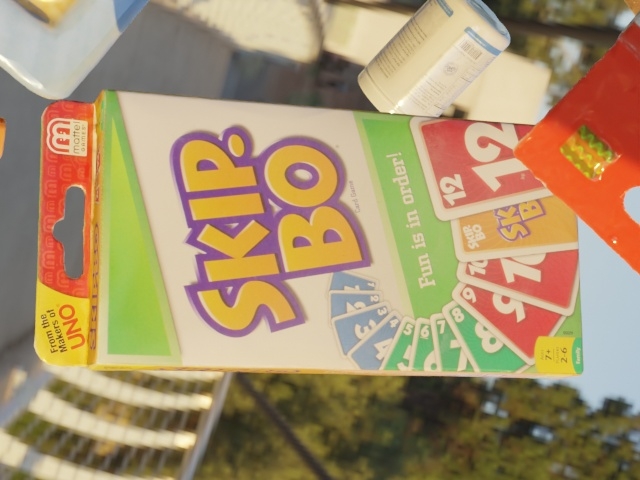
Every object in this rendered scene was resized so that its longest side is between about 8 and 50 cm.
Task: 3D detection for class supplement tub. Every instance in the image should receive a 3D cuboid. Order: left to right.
[{"bbox_3d":[0.089,-0.142,1.085,0.107,0.071,0.071,-44,-172,20],"label":"supplement tub"}]

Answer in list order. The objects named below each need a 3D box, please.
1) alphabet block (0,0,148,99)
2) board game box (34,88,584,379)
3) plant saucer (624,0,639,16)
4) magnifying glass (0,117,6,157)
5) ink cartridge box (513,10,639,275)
[{"bbox_3d":[-0.167,-0.208,0.782,0.192,0.193,0.197,-49,-165,-3],"label":"alphabet block"},{"bbox_3d":[0.000,0.000,0.650,0.039,0.259,0.124,150,-59,-71],"label":"board game box"},{"bbox_3d":[0.248,-0.199,0.787,0.036,0.198,0.199,28,-76,65],"label":"plant saucer"},{"bbox_3d":[-0.324,-0.082,0.914,0.026,0.231,0.092,22,-76,64],"label":"magnifying glass"},{"bbox_3d":[0.166,-0.038,0.467,0.179,0.145,0.045,-48,176,28],"label":"ink cartridge box"}]
